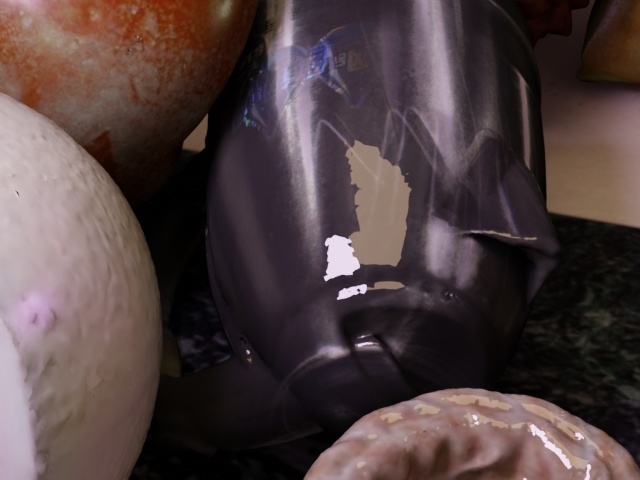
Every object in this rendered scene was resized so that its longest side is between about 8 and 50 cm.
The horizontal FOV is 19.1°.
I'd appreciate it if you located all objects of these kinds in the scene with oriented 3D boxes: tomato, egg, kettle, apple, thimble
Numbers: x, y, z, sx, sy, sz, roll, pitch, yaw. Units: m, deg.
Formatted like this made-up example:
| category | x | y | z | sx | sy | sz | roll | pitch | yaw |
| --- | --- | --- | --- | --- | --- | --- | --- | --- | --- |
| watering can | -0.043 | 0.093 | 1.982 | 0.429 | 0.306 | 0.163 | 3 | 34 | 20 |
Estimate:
| category | x | y | z | sx | sy | sz | roll | pitch | yaw |
| --- | --- | --- | --- | --- | --- | --- | --- | --- | --- |
| tomato | -0.170 | -0.154 | 1.227 | 0.222 | 0.270 | 0.270 | 24 | 36 | -15 |
| egg | -0.195 | 0.043 | 1.096 | 0.201 | 0.337 | 0.337 | -21 | 41 | -41 |
| kettle | 0.000 | 0.000 | 1.219 | 0.321 | 0.228 | 0.324 | -22 | 38 | 18 |
| apple | 0.323 | -0.231 | 1.494 | 0.120 | 0.193 | 0.265 | 32 | 46 | 22 |
| thimble | 0.078 | 0.200 | 0.997 | 0.196 | 0.148 | 0.229 | 0 | 41 | -1 |

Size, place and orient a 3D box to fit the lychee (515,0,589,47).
| category | x | y | z | sx | sy | sz | roll | pitch | yaw |
| --- | --- | --- | --- | --- | --- | --- | --- | --- | --- |
| lychee | 0.081 | -0.360 | 1.466 | 0.424 | 0.425 | 0.500 | -4 | 50 | -2 |
